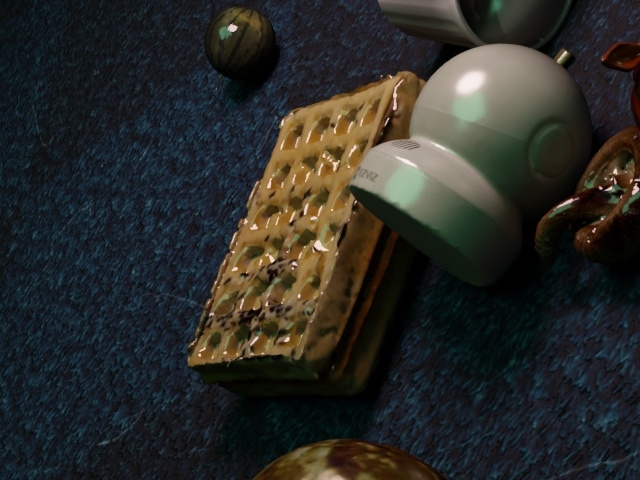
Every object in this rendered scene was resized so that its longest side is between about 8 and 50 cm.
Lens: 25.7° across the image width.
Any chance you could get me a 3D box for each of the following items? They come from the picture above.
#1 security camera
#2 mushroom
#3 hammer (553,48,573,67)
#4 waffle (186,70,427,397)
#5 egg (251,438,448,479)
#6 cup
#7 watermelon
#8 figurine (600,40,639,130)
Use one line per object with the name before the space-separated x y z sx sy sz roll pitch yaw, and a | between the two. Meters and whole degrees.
security camera | 0.165 -0.094 1.438 0.236 0.194 0.194 -55 32 -7
mushroom | 0.277 -0.030 1.335 0.171 0.080 0.135 -38 24 25
hammer | 0.212 -0.136 1.574 0.199 0.013 0.062 -50 32 6
waffle | 0.000 0.000 1.618 0.261 0.114 0.376 -7 56 52
egg | 0.037 0.299 1.191 0.238 0.238 0.289 -54 37 0
cup | 0.196 -0.308 1.657 0.202 0.221 0.166 21 111 59
watermelon | -0.123 -0.276 2.046 0.105 0.105 0.133 14 77 56
figurine | 0.333 -0.097 1.139 0.183 0.226 0.160 -50 -2 9
